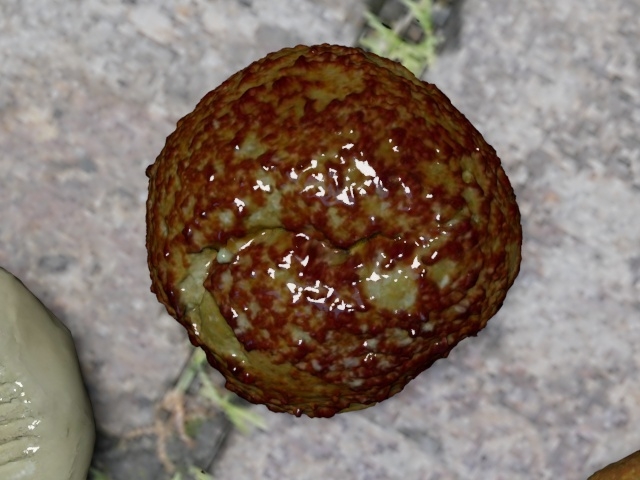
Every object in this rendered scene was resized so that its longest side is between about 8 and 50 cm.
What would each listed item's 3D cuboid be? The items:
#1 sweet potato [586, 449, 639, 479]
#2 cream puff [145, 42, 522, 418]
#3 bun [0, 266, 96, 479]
[{"bbox_3d":[0.209,0.102,0.507,0.218,0.051,0.065,8,138,8],"label":"sweet potato"},{"bbox_3d":[0.000,0.000,0.514,0.149,0.084,0.149,1,96,10],"label":"cream puff"},{"bbox_3d":[-0.180,0.076,0.540,0.183,0.102,0.183,-2,103,-9],"label":"bun"}]
